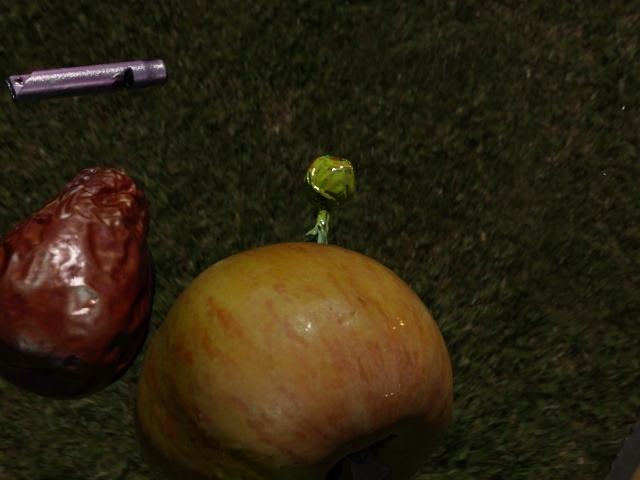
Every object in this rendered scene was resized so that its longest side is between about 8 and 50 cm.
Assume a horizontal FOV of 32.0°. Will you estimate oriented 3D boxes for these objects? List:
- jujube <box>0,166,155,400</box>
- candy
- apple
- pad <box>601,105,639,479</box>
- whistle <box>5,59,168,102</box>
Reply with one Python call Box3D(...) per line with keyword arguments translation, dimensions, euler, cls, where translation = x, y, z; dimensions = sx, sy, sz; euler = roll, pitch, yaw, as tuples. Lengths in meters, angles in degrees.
Box3D(translation=(-0.223, 0.032, 1.035), dimensions=(0.168, 0.168, 0.236), euler=(13, 50, 3), cls="jujube")
Box3D(translation=(-0.003, 0.000, 1.641), dimensions=(0.077, 0.073, 0.262), euler=(14, 74, -12), cls="candy")
Box3D(translation=(-0.041, 0.183, 1.400), dimensions=(0.400, 0.400, 0.333), euler=(-41, 56, -9), cls="apple")
Box3D(translation=(0.179, 0.034, 0.287), dimensions=(0.315, 0.063, 0.376), euler=(33, 100, 38), cls="pad")
Box3D(translation=(-0.250, -0.174, 1.211), dimensions=(0.176, 0.033, 0.033), euler=(-11, 76, -27), cls="whistle")
